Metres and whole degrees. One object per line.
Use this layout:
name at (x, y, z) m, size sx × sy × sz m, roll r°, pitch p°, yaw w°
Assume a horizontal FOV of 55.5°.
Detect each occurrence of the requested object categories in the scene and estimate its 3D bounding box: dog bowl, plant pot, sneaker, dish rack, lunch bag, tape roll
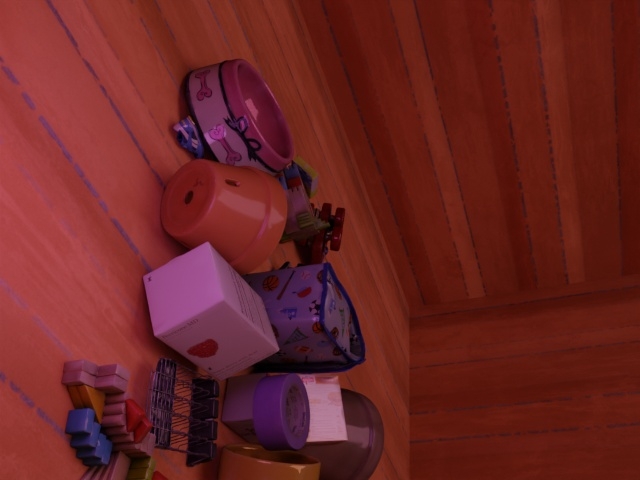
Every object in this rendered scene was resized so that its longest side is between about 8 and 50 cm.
dog bowl at (-0.223, -0.358, 1.831) m, size 0.408 × 0.150 × 0.408 m, roll 55°, pitch 20°, yaw -32°
plant pot at (-0.139, 0.647, 1.501) m, size 0.254 × 0.254 × 0.238 m, roll 37°, pitch 59°, yaw -65°
plant pot at (-0.009, 0.591, 1.879) m, size 0.280 × 0.323 × 0.323 m, roll 37°, pitch 43°, yaw -43°
sneaker at (-0.358, -0.273, 1.656) m, size 0.053 × 0.059 × 0.144 m, roll 51°, pitch -17°, yaw 37°
dish rack at (-0.315, 0.382, 1.363) m, size 0.271 × 0.074 × 0.208 m, roll 48°, pitch 34°, yaw -56°
plant pot at (-0.258, -0.073, 1.519) m, size 0.203 × 0.291 × 0.290 m, roll 26°, pitch 53°, yaw -47°
lunch bag at (-0.066, 0.267, 1.783) m, size 0.385 × 0.328 × 0.238 m, roll 60°, pitch 30°, yaw -50°
tape roll at (-0.098, 0.441, 1.565) m, size 0.189 × 0.080 × 0.188 m, roll -11°, pitch 90°, yaw -71°

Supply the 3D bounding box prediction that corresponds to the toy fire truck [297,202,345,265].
toy fire truck at (0.000, 0.000, 2.493) m, size 0.302 × 0.169 × 0.253 m, roll -78°, pitch 176°, yaw -50°

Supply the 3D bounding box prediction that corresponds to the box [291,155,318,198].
box at (-0.060, -0.236, 2.253) m, size 0.109 × 0.042 × 0.178 m, roll 43°, pitch -19°, yaw 13°

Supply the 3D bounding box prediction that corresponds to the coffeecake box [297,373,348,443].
coffeecake box at (-0.011, 0.476, 1.712) m, size 0.142 × 0.068 × 0.185 m, roll 10°, pitch 59°, yaw -32°

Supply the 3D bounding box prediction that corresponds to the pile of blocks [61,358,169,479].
pile of blocks at (-0.366, 0.382, 1.123) m, size 0.149 × 0.113 × 0.362 m, roll -61°, pitch 137°, yaw -64°

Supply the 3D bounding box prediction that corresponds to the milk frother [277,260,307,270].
milk frother at (-0.105, 0.153, 2.137) m, size 0.134 × 0.129 × 0.143 m, roll -51°, pitch 172°, yaw -23°

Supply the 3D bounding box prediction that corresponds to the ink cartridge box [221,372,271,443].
ink cartridge box at (-0.169, 0.463, 1.671) m, size 0.176 × 0.127 × 0.128 m, roll 60°, pitch 25°, yaw -48°

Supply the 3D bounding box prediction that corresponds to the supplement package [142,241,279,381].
supplement package at (-0.252, 0.175, 1.429) m, size 0.293 × 0.178 × 0.175 m, roll 55°, pitch 8°, yaw -51°

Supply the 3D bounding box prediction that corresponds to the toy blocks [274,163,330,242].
toy blocks at (-0.097, -0.146, 2.162) m, size 0.381 × 0.191 × 0.260 m, roll 47°, pitch 25°, yaw -84°
